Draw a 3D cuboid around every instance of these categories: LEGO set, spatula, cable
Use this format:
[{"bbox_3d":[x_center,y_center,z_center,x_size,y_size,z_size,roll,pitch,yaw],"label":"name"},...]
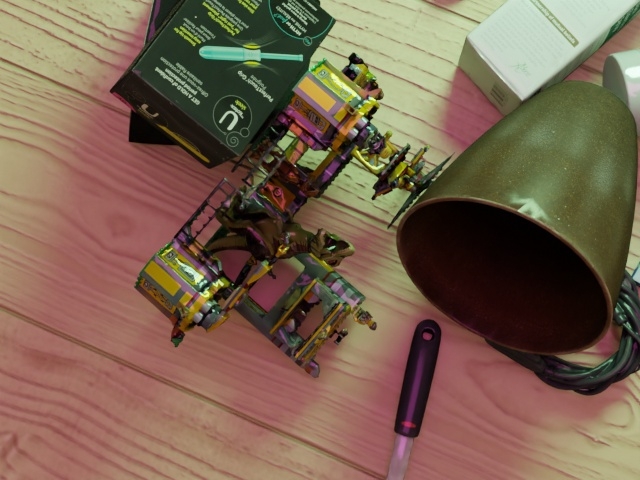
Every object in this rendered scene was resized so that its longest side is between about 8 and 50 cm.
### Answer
[{"bbox_3d":[0.000,0.000,1.071,0.192,0.255,0.331,41,88,7],"label":"LEGO set"},{"bbox_3d":[0.083,0.226,1.140,0.084,0.030,0.296,14,81,2],"label":"spatula"},{"bbox_3d":[0.262,0.076,1.156,0.184,0.047,0.150,30,78,10],"label":"cable"}]

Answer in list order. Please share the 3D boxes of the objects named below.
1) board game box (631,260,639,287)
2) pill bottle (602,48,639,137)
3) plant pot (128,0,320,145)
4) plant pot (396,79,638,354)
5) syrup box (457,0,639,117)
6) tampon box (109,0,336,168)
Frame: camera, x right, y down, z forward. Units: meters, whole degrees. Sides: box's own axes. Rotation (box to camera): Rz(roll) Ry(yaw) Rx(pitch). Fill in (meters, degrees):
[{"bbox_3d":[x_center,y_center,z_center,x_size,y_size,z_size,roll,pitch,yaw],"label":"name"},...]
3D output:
[{"bbox_3d":[0.391,0.027,1.168,0.090,0.020,0.090,31,84,6],"label":"board game box"},{"bbox_3d":[0.416,-0.169,1.146,0.221,0.124,0.124,-8,81,0],"label":"pill bottle"},{"bbox_3d":[-0.100,-0.191,1.143,0.167,0.188,0.187,12,81,-10],"label":"plant pot"},{"bbox_3d":[0.222,-0.044,1.077,0.215,0.215,0.230,31,59,6],"label":"plant pot"},{"bbox_3d":[0.267,-0.244,1.176,0.237,0.093,0.096,-40,82,-5],"label":"syrup box"},{"bbox_3d":[-0.090,-0.167,0.999,0.120,0.101,0.161,39,74,-15],"label":"tampon box"}]
